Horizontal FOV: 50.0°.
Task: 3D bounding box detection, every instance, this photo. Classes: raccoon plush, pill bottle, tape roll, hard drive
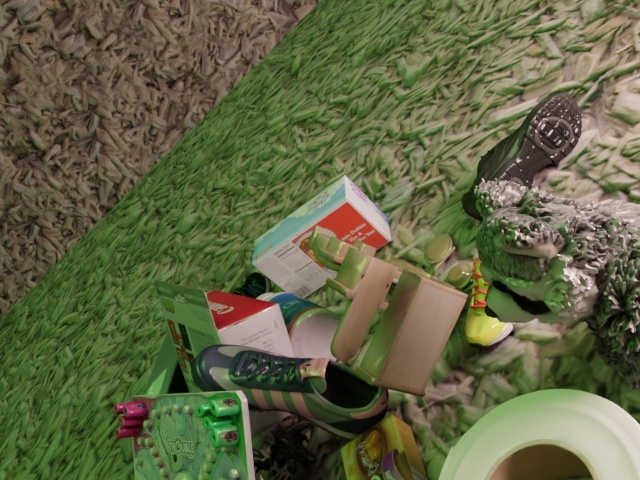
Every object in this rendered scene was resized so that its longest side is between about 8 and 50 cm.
[{"bbox_3d":[0.386,-0.041,0.803,0.446,0.299,0.216,-46,14,-1],"label":"raccoon plush"},{"bbox_3d":[-0.057,0.171,1.361,0.124,0.124,0.221,-55,29,-12],"label":"pill bottle"},{"bbox_3d":[0.265,0.315,0.775,0.286,0.100,0.286,-34,32,25],"label":"tape roll"},{"bbox_3d":[-0.284,0.282,1.493,0.054,0.172,0.255,-12,42,26],"label":"hard drive"}]

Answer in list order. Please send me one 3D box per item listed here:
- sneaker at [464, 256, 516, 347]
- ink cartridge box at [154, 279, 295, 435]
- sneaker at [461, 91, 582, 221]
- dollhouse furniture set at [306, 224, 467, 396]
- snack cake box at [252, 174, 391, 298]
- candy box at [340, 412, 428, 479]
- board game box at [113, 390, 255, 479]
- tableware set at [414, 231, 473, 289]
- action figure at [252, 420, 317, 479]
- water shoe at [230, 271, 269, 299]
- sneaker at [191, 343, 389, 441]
[{"bbox_3d":[0.265,0.069,1.080,0.081,0.094,0.208,-6,51,48],"label":"sneaker"},{"bbox_3d":[-0.180,0.188,1.311,0.130,0.272,0.309,-22,12,-28],"label":"ink cartridge box"},{"bbox_3d":[0.351,-0.153,1.232,0.286,0.109,0.130,-50,23,-7],"label":"sneaker"},{"bbox_3d":[0.043,0.091,1.131,0.355,0.303,0.174,27,94,53],"label":"dollhouse furniture set"},{"bbox_3d":[0.000,0.000,1.463,0.264,0.152,0.089,-34,31,23],"label":"snack cake box"},{"bbox_3d":[0.099,0.357,0.997,0.109,0.053,0.187,-39,29,15],"label":"candy box"},{"bbox_3d":[-0.223,0.442,1.085,0.390,0.050,0.390,-17,76,50],"label":"board game box"},{"bbox_3d":[0.204,0.068,1.239,0.141,0.020,0.169,-45,32,17],"label":"tableware set"},{"bbox_3d":[-0.103,0.403,1.128,0.164,0.141,0.276,-12,46,60],"label":"action figure"},{"bbox_3d":[-0.169,0.129,1.607,0.073,0.080,0.203,-35,31,21],"label":"water shoe"},{"bbox_3d":[-0.044,0.213,1.082,0.131,0.319,0.112,108,176,-48],"label":"sneaker"}]
